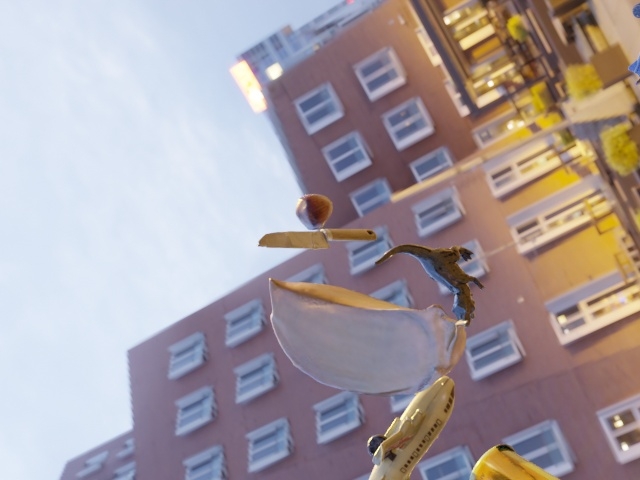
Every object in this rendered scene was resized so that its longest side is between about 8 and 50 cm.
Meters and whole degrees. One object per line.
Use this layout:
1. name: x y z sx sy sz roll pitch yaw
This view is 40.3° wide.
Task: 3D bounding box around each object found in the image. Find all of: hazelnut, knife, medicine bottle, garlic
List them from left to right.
1. hazelnut: -0.012 -0.062 1.822 0.086 0.086 0.086 54 -162 -26
2. knife: 0.002 -0.002 1.488 0.298 0.017 0.047 0 -128 -47
3. garlic: 0.084 0.139 1.201 0.196 0.338 0.151 44 -116 -46
4. medicine bottle: 0.340 0.415 1.321 0.239 0.124 0.124 26 161 52

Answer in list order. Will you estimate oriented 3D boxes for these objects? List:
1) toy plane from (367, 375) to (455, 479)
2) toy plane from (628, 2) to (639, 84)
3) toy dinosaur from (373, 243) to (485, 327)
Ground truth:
1. toy plane: 0.133 0.316 1.369 0.092 0.244 0.229 22 163 23
2. toy plane: 0.479 -0.307 1.253 0.062 0.167 0.054 32 -143 31
3. toy dinosaur: 0.218 0.069 1.602 0.179 0.087 0.187 -5 -130 -49
